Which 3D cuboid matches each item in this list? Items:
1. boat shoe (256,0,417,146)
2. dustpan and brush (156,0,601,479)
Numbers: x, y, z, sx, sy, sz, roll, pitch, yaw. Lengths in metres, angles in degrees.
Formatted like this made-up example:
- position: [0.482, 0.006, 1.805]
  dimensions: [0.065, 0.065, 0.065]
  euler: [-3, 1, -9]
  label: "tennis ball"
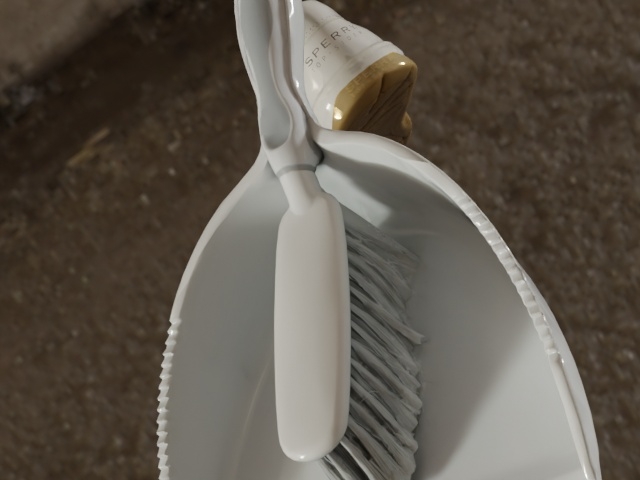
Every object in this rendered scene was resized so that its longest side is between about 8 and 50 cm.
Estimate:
- position: [0.003, -0.091, 1.139]
  dimensions: [0.098, 0.277, 0.096]
  euler: [-39, 79, -16]
  label: "boat shoe"
- position: [0.000, 0.000, 0.496]
  dimensions: [0.147, 0.060, 0.211]
  euler: [-24, 55, 32]
  label: "dustpan and brush"
